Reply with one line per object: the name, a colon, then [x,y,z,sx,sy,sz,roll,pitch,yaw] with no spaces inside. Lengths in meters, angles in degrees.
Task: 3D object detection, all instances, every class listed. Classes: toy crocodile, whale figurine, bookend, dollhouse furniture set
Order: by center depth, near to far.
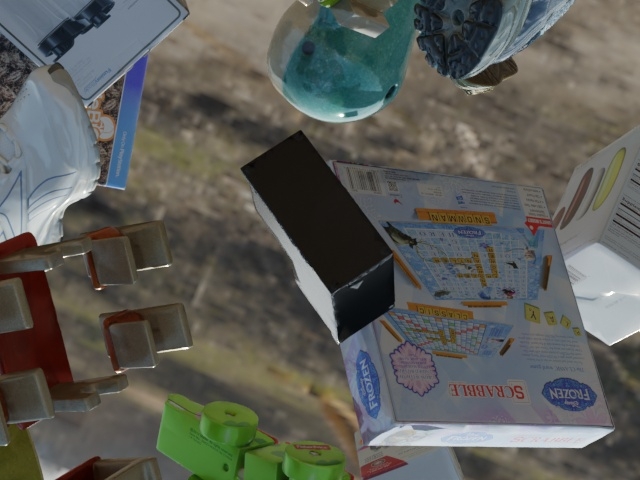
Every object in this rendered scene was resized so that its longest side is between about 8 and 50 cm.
dollhouse furniture set: [-0.231,0.125,1.414,0.135,0.259,0.262,-8,-170,30]
bookend: [0.000,0.000,1.661,0.156,0.072,0.157,53,170,20]
toy crocodile: [-0.051,0.255,1.852,0.340,0.115,0.105,20,-162,38]
whale figurine: [0.064,-0.250,1.942,0.141,0.272,0.216,44,-171,19]

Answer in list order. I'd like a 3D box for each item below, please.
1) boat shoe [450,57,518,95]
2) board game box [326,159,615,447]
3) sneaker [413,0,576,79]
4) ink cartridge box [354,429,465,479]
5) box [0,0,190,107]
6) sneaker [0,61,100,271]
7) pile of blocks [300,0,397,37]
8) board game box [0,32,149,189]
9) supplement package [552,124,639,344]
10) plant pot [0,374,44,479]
boat shoe: [0.183,-0.189,1.965,0.135,0.045,0.050,-16,-109,-56]
board game box: [0.155,0.075,1.908,0.318,0.318,0.066,6,149,-34]
sneaker: [0.182,-0.250,1.350,0.122,0.283,0.110,-18,-113,-41]
ink cartridge box: [0.130,0.328,2.368,0.176,0.128,0.127,-101,-12,-76]
box: [-0.303,-0.304,1.868,0.290,0.169,0.087,42,-166,-29]
sneaker: [-0.309,-0.058,1.713,0.129,0.297,0.111,-11,-125,-34]
pile of blocks: [-0.016,-0.323,1.586,0.362,0.112,0.149,34,-150,-44]
board game box: [-0.369,-0.199,2.019,0.291,0.232,0.141,9,-179,-32]
supplement package: [0.391,-0.010,2.144,0.149,0.203,0.194,33,152,-10]
plant pot: [-0.440,0.261,1.571,0.293,0.275,0.275,-14,-166,-33]
